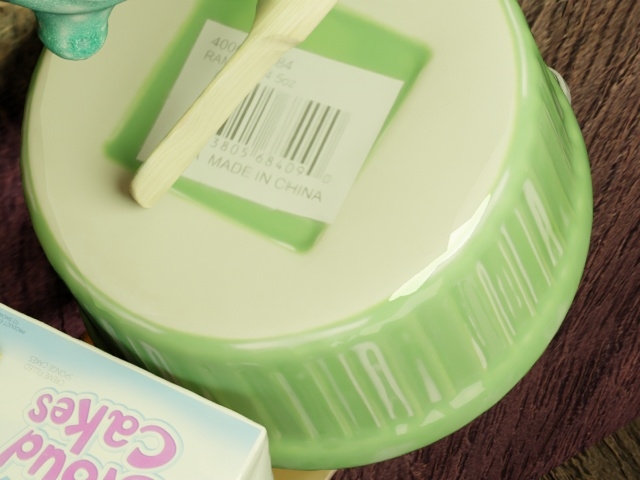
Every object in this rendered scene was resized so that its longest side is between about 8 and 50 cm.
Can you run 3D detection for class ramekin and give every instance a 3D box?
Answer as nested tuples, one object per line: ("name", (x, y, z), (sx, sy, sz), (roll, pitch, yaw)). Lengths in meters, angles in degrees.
("ramekin", (-0.011, -0.042, 0.964), (0.303, 0.303, 0.148), (-33, 154, -2))

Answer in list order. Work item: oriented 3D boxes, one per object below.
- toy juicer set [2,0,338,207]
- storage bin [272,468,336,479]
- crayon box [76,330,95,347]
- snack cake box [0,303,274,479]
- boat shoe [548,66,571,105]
("toy juicer set", (-0.074, -0.174, 0.773), (0.209, 0.089, 0.329), (-36, 143, -1))
("storage bin", (-0.157, 0.237, 1.541), (0.262, 0.123, 0.260), (-54, 148, 13))
("crayon box", (-0.061, 0.045, 1.258), (0.323, 0.083, 0.203), (-35, -179, -13))
("snack cake box", (-0.159, 0.109, 0.965), (0.089, 0.264, 0.152), (-61, 166, -25))
("boat shoe", (0.103, -0.062, 1.462), (0.226, 0.083, 0.075), (-51, 146, 14))
